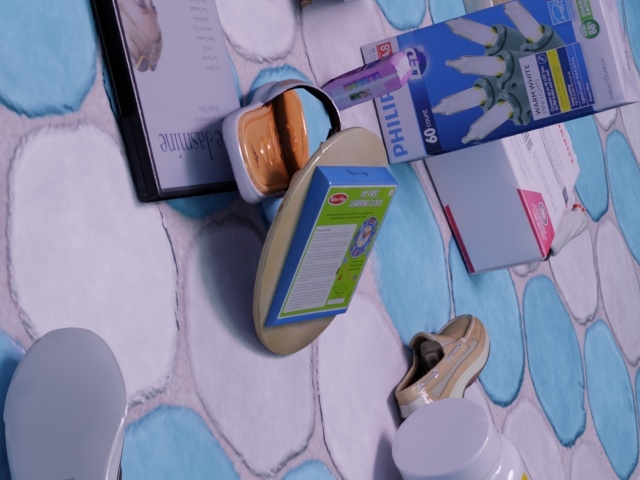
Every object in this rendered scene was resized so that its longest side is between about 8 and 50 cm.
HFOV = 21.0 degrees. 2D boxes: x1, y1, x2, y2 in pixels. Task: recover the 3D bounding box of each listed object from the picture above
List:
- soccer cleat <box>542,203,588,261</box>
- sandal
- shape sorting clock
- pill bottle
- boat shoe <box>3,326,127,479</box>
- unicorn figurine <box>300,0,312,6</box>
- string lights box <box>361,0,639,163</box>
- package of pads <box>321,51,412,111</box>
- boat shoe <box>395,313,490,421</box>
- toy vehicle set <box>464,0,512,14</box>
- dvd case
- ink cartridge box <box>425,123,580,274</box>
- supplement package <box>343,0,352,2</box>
[{"bbox_3d":[0.288,-0.011,2.186,0.196,0.068,0.076,2,90,-64],"label":"soccer cleat"},{"bbox_3d":[-0.019,-0.084,1.479,0.265,0.076,0.102,-55,131,-75],"label":"sandal"},{"bbox_3d":[0.000,0.000,1.469,0.206,0.040,0.206,-47,152,-34],"label":"shape sorting clock"},{"bbox_3d":[0.152,0.255,1.656,0.119,0.119,0.208,-76,146,-47],"label":"pill bottle"},{"bbox_3d":[-0.162,0.163,1.094,0.070,0.078,0.219,104,-15,-59],"label":"boat shoe"},{"bbox_3d":[-0.030,-0.289,1.646,0.162,0.060,0.111,36,43,-79],"label":"unicorn figurine"},{"bbox_3d":[0.187,-0.174,1.797,0.077,0.260,0.133,-14,89,-67],"label":"string lights box"},{"bbox_3d":[0.046,-0.156,1.697,0.032,0.083,0.050,66,22,-11],"label":"package of pads"},{"bbox_3d":[0.121,0.119,1.742,0.072,0.068,0.190,56,29,-16],"label":"boat shoe"},{"bbox_3d":[0.220,-0.350,2.242,0.166,0.035,0.266,-6,83,-66],"label":"toy vehicle set"},{"bbox_3d":[-0.124,-0.159,1.399,0.180,0.022,0.253,-13,89,-66],"label":"dvd case"},{"bbox_3d":[0.214,-0.096,2.012,0.172,0.100,0.237,67,26,-20],"label":"ink cartridge box"},{"bbox_3d":[0.062,-0.302,1.727,0.179,0.105,0.105,-63,136,-81],"label":"supplement package"}]
